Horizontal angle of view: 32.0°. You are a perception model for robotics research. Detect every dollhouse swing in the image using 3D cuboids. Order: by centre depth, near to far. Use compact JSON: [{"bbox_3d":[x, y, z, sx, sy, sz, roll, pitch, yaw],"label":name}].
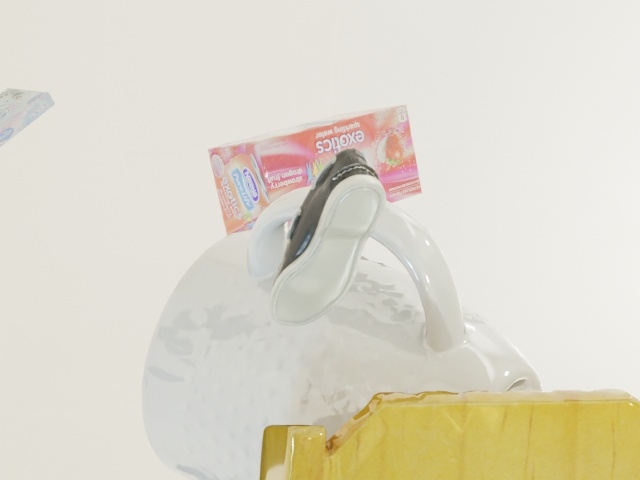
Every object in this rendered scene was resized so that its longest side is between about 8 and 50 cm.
[{"bbox_3d":[0.106,0.240,1.030,0.305,0.347,0.315,-130,-137,-72],"label":"dollhouse swing"}]

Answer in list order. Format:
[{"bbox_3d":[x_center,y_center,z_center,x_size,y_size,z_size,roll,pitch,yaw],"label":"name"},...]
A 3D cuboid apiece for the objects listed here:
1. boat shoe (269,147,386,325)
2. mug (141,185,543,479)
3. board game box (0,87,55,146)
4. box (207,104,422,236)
[{"bbox_3d":[0.000,0.000,0.668,0.038,0.046,0.125,-107,-149,-44],"label":"boat shoe"},{"bbox_3d":[0.032,0.117,1.080,0.276,0.328,0.374,-39,135,-43],"label":"mug"},{"bbox_3d":[-0.369,-0.144,1.302,0.090,0.090,0.020,11,-43,44],"label":"board game box"},{"bbox_3d":[-0.004,-0.106,1.735,0.142,0.300,0.154,1,-75,53],"label":"box"}]
